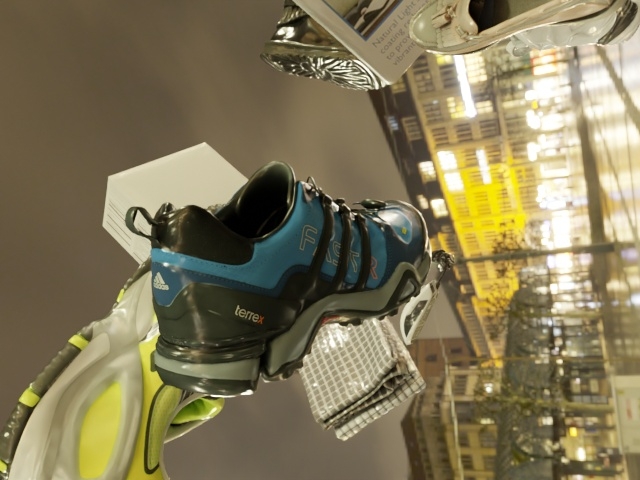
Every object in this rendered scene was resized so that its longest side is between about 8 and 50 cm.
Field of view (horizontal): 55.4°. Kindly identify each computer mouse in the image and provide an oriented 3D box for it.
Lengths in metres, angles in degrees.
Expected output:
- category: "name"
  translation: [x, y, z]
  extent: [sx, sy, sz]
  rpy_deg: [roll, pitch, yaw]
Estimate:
- category: "computer mouse"
  translation: [0.192, 0.105, 1.146]
  extent: [0.192, 0.042, 0.106]
  rpy_deg: [-64, -21, 5]

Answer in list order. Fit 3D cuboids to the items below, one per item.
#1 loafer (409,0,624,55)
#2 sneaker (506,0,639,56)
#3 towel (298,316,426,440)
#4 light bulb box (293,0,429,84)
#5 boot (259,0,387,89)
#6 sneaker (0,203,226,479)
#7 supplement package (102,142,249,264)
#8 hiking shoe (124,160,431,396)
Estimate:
- category: "loafer"
  translation: [0.097, -0.131, 0.333]
  extent: [0.039, 0.125, 0.045]
  rpy_deg: [-9, -82, -46]
- category: "sneaker"
  translation: [0.378, -0.424, 0.917]
  extent: [0.365, 0.210, 0.137]
  rpy_deg: [62, -162, -56]
- category: "towel"
  translation: [0.069, 0.270, 1.359]
  extent: [0.121, 0.235, 0.283]
  rpy_deg: [52, -174, -31]
- category: "light bulb box"
  translation: [-0.042, -0.375, 0.507]
  extent: [0.361, 0.225, 0.358]
  rpy_deg: [31, -159, -35]
- category: "boot"
  translation: [0.039, -0.473, 1.273]
  extent: [0.131, 0.348, 0.260]
  rpy_deg: [27, -94, -57]
- category: "sneaker"
  translation: [-0.148, 0.106, 0.620]
  extent: [0.147, 0.145, 0.384]
  rpy_deg: [32, -138, -4]
- category: "supplement package"
  translation: [-0.293, -0.066, 1.310]
  extent: [0.262, 0.204, 0.145]
  rpy_deg: [-31, -25, -44]
- category: "hiking shoe"
  translation: [0.000, 0.000, 0.470]
  extent: [0.304, 0.113, 0.132]
  rpy_deg: [-28, -63, -52]
